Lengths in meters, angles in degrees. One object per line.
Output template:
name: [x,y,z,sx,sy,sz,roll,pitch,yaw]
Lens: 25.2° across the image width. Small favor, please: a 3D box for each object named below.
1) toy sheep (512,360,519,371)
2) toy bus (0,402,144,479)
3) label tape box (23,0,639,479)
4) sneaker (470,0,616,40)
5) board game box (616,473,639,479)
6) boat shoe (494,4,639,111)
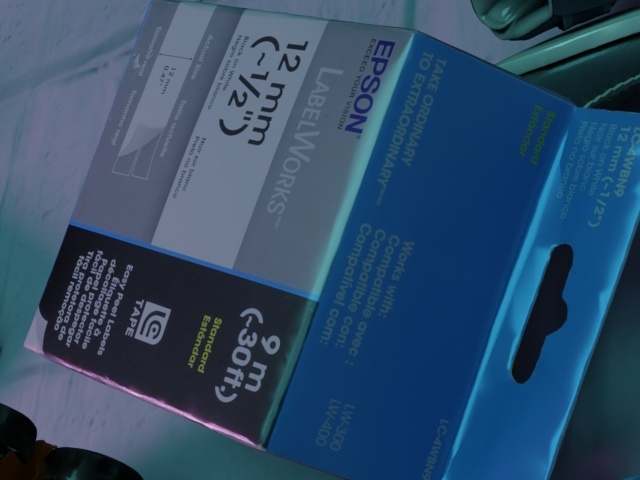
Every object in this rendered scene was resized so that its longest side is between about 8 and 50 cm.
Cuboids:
toy sheep: [0.072,0.108,0.877,0.132,0.091,0.091,-60,41,16]
toy bus: [-0.252,0.206,1.009,0.211,0.220,0.149,-7,56,46]
label tape box: [0.000,0.000,0.849,0.347,0.115,0.249,15,82,45]
sneaker: [0.163,-0.219,0.958,0.163,0.086,0.226,-23,34,7]
board game box: [0.230,0.182,0.716,0.210,0.047,0.160,-23,51,30]
boat shoe: [0.133,-0.072,0.952,0.319,0.116,0.099,-22,94,21]
